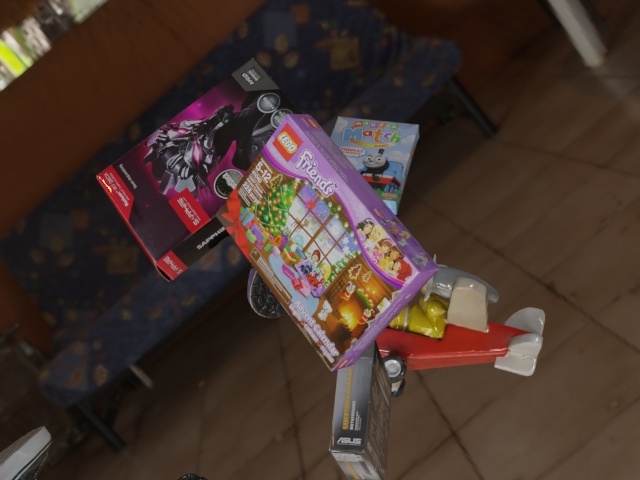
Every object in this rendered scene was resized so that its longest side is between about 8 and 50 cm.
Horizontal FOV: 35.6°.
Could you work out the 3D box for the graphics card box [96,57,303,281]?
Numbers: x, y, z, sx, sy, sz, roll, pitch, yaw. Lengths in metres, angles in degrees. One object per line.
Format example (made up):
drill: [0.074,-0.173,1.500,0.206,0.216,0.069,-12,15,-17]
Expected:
graphics card box: [-0.193,-0.130,1.794,0.371,0.233,0.094,-36,-28,-3]

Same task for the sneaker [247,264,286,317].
sneaker: [-0.080,-0.001,1.892,0.283,0.107,0.124,-69,17,0]

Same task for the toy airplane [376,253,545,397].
toy airplane: [0.291,0.174,2.139,0.386,0.384,0.273,-30,56,41]

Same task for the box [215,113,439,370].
box: [0.000,0.000,1.353,0.057,0.293,0.201,-7,-38,-53]

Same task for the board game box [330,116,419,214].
board game box: [0.084,-0.142,1.842,0.160,0.039,0.212,7,47,14]

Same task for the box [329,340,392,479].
box: [0.067,0.273,1.566,0.056,0.231,0.183,0,64,12]

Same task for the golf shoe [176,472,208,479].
golf shoe: [-0.173,0.388,1.348,0.093,0.198,0.077,-4,39,21]

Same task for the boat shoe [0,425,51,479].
boat shoe: [-0.583,0.480,1.838,0.121,0.119,0.335,-31,15,30]
